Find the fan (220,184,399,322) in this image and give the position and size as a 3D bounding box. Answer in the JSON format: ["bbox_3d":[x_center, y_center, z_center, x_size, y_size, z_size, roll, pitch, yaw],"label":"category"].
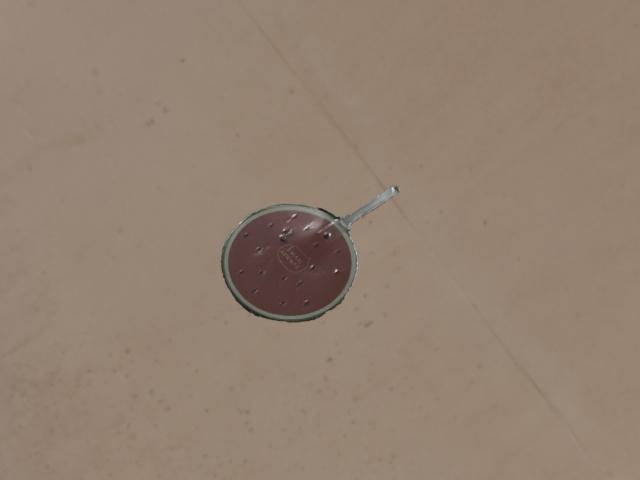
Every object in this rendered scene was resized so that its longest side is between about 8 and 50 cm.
[{"bbox_3d":[0.000,0.000,0.574,0.085,0.133,0.005,47,-23,23],"label":"fan"}]
